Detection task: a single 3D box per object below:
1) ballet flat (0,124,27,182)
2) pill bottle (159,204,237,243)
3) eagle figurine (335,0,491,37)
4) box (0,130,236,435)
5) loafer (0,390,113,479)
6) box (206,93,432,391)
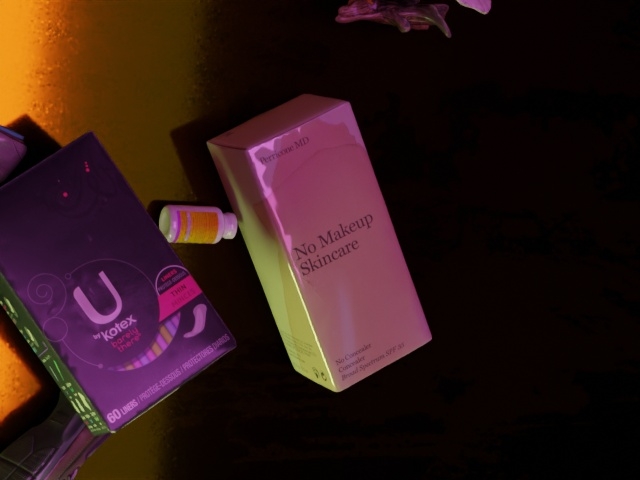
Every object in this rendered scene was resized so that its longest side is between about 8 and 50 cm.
[{"bbox_3d":[-0.402,-0.125,1.484,0.213,0.072,0.068,32,88,-28],"label":"ballet flat"},{"bbox_3d":[-0.139,-0.018,1.650,0.083,0.043,0.043,2,98,-27],"label":"pill bottle"},{"bbox_3d":[0.089,-0.388,1.626,0.225,0.226,0.298,7,101,-7],"label":"eagle figurine"},{"bbox_3d":[-0.238,0.049,1.511,0.165,0.143,0.270,-36,92,-18],"label":"box"},{"bbox_3d":[-0.281,0.237,1.597,0.267,0.096,0.084,-49,122,-14],"label":"loafer"},{"bbox_3d":[0.000,0.000,1.680,0.148,0.121,0.311,-29,111,-19],"label":"box"}]
